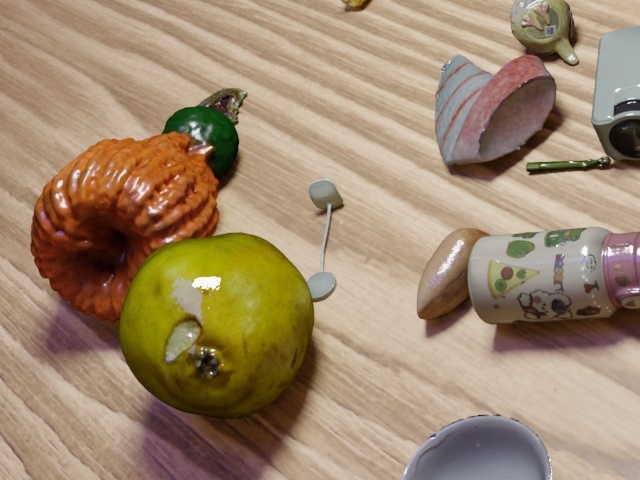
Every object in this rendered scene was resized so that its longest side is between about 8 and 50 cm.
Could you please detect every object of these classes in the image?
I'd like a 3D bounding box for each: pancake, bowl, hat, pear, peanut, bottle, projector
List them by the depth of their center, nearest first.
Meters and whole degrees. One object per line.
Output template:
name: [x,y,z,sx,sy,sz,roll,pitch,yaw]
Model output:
bowl: [0.191,0.302,1.621,0.189,0.086,0.189,-18,44,18]
bottle: [0.320,0.042,1.762,0.253,0.120,0.120,-5,48,32]
peanut: [0.177,0.045,1.892,0.076,0.076,0.152,25,71,46]
projector: [0.508,-0.213,1.902,0.257,0.099,0.192,-9,45,27]
pear: [-0.141,0.111,1.917,0.269,0.269,0.321,-32,22,4]
hat: [-0.287,-0.084,2.208,0.285,0.285,0.400,-16,33,22]
pancake: [-0.187,-0.218,2.444,0.116,0.022,0.129,-10,41,26]

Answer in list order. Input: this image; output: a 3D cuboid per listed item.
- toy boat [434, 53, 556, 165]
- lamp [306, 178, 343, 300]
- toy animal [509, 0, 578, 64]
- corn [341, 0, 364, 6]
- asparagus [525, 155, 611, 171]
toy boat: [0.232,-0.215,2.117,0.206,0.096,0.282,-50,31,5]
lamp: [0.000,0.000,2.080,0.050,0.056,0.198,-12,48,21]
toy animal: [0.350,-0.324,2.146,0.098,0.137,0.098,-39,-1,-1]
corn: [0.096,-0.498,2.490,0.067,0.067,0.206,7,55,39]
asparagus: [0.349,-0.107,1.968,0.127,0.018,0.015,-3,84,33]
